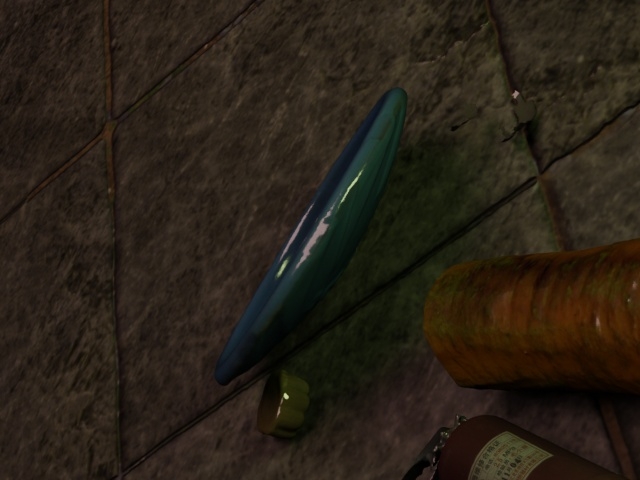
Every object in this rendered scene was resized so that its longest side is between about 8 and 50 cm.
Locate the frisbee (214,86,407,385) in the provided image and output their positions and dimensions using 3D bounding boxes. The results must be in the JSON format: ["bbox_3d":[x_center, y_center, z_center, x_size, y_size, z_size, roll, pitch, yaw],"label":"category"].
[{"bbox_3d":[0.004,0.003,1.370,0.289,0.049,0.289,-58,3,5],"label":"frisbee"}]

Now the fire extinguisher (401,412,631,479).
[{"bbox_3d":[0.133,0.180,1.127,0.231,0.071,0.099,19,89,55],"label":"fire extinguisher"}]

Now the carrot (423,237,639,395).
[{"bbox_3d":[0.205,0.055,1.111,0.302,0.114,0.114,-6,57,52],"label":"carrot"}]

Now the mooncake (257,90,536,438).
[{"bbox_3d":[0.052,0.014,1.371,0.347,0.057,0.150,-45,34,17],"label":"mooncake"}]
